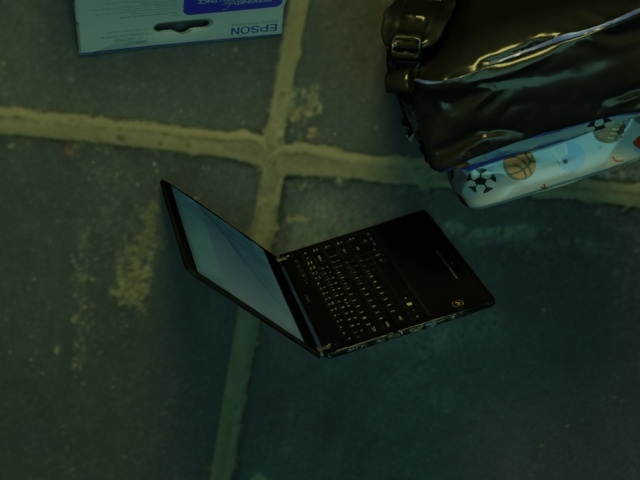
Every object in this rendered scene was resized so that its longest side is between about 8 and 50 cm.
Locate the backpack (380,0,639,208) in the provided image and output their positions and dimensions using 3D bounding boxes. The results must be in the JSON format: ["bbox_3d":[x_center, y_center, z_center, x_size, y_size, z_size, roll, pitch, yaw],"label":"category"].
[{"bbox_3d":[0.186,-0.168,1.246,0.276,0.263,0.213,-13,122,0],"label":"backpack"}]

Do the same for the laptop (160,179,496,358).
[{"bbox_3d":[0.000,0.000,1.285,0.264,0.234,0.136,-17,116,-5],"label":"laptop"}]

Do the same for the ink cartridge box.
[{"bbox_3d":[-0.129,-0.257,1.218,0.206,0.045,0.208,-7,152,-12],"label":"ink cartridge box"}]
